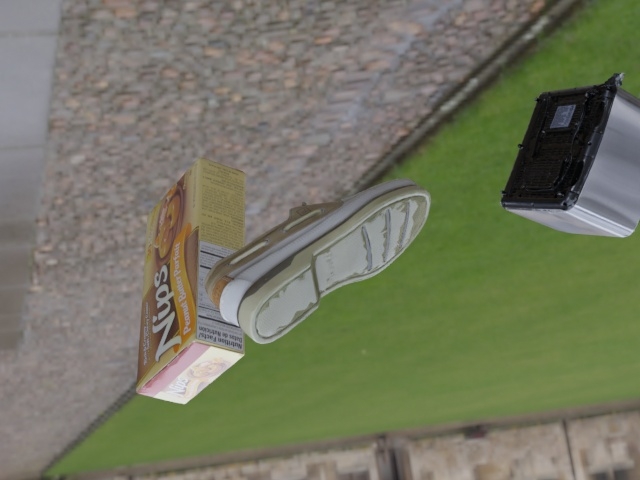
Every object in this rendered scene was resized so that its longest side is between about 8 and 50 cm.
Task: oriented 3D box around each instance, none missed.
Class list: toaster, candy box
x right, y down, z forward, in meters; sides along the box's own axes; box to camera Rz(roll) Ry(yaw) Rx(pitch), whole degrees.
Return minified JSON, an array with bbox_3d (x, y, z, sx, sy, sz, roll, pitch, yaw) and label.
[{"bbox_3d":[0.326,-0.100,1.363,0.110,0.168,0.186,22,174,-20],"label":"toaster"},{"bbox_3d":[-0.189,0.058,1.645,0.088,0.316,0.183,17,142,-28],"label":"candy box"}]

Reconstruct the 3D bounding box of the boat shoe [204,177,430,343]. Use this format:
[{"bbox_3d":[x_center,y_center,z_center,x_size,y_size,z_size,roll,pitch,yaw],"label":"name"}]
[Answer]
[{"bbox_3d":[0.000,0.000,1.299,0.302,0.103,0.113,-31,138,-33],"label":"boat shoe"}]
